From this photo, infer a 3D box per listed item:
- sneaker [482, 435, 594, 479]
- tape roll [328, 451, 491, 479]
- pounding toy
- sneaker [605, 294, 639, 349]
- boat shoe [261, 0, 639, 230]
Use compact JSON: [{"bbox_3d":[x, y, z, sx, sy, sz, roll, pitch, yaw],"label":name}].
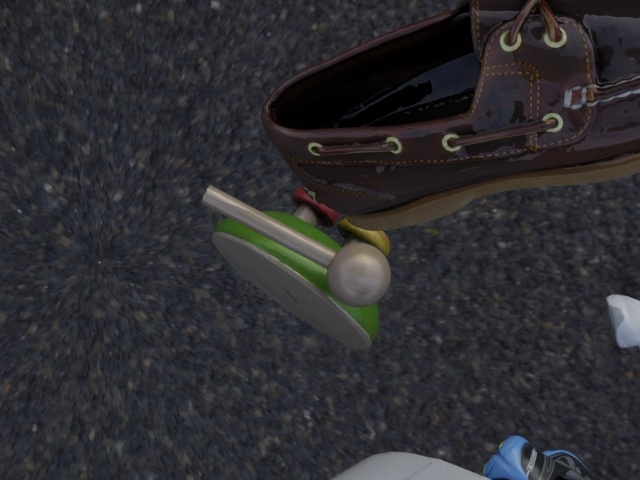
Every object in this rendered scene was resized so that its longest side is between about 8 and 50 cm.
[{"bbox_3d":[0.211,0.231,0.841,0.067,0.078,0.188,-50,143,7],"label":"sneaker"},{"bbox_3d":[0.107,0.341,0.664,0.072,0.392,0.392,-25,95,-31],"label":"tape roll"},{"bbox_3d":[0.000,0.000,0.848,0.183,0.237,0.110,33,76,9],"label":"pounding toy"},{"bbox_3d":[0.327,0.078,0.907,0.152,0.061,0.054,17,60,-51],"label":"sneaker"},{"bbox_3d":[0.071,-0.059,0.335,0.073,0.206,0.073,44,39,-37],"label":"boat shoe"}]
